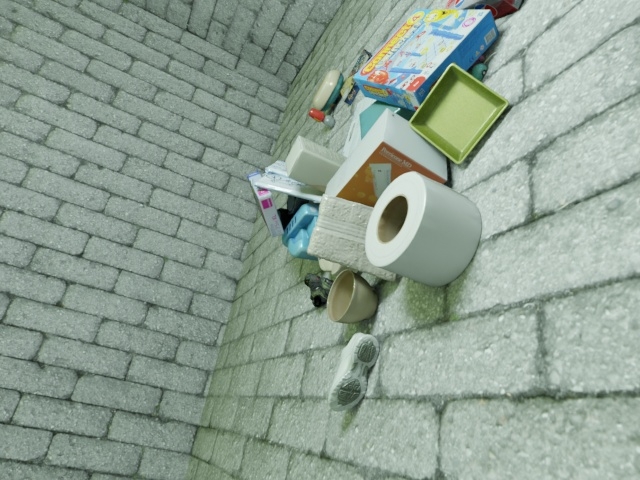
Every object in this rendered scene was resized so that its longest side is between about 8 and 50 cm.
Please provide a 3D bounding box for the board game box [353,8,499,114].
[{"bbox_3d":[0.299,-0.541,1.257,0.308,0.086,0.302,-48,40,-2],"label":"board game box"}]

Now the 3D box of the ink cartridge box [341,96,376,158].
[{"bbox_3d":[0.203,-0.462,1.718,0.330,0.071,0.324,-10,62,70],"label":"ink cartridge box"}]

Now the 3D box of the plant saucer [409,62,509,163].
[{"bbox_3d":[0.358,-0.327,1.106,0.188,0.045,0.188,47,118,22],"label":"plant saucer"}]

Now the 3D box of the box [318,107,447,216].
[{"bbox_3d":[0.178,-0.172,1.258,0.345,0.215,0.168,-48,20,45],"label":"box"}]

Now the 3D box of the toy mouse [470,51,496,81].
[{"bbox_3d":[0.434,-0.491,1.207,0.143,0.031,0.161,-36,38,56],"label":"toy mouse"}]

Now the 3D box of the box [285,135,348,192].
[{"bbox_3d":[0.033,-0.261,1.597,0.121,0.311,0.148,-58,23,27],"label":"box"}]

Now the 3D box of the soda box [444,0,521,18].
[{"bbox_3d":[0.468,-0.692,1.228,0.083,0.092,0.263,-67,21,6],"label":"soda box"}]

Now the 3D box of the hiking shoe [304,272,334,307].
[{"bbox_3d":[-0.016,0.192,1.612,0.227,0.086,0.114,1,68,68],"label":"hiking shoe"}]

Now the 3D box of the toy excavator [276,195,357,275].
[{"bbox_3d":[0.000,0.000,1.645,0.433,0.222,0.445,-48,42,49],"label":"toy excavator"}]

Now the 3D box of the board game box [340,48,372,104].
[{"bbox_3d":[0.186,-0.830,2.151,0.243,0.042,0.165,-57,24,31],"label":"board game box"}]

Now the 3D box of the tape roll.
[{"bbox_3d":[0.244,-0.024,1.045,0.246,0.169,0.246,-52,26,40],"label":"tape roll"}]

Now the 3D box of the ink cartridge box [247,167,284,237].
[{"bbox_3d":[-0.234,-0.163,1.752,0.311,0.065,0.186,-120,13,-56],"label":"ink cartridge box"}]

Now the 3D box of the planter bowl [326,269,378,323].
[{"bbox_3d":[0.105,0.181,1.283,0.162,0.109,0.162,-51,28,40],"label":"planter bowl"}]

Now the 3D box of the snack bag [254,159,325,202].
[{"bbox_3d":[-0.078,-0.244,1.721,0.342,0.323,0.037,-59,-17,-62],"label":"snack bag"}]

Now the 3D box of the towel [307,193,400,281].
[{"bbox_3d":[0.115,-0.006,1.205,0.049,0.282,0.187,-38,-36,-85],"label":"towel"}]

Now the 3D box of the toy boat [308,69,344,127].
[{"bbox_3d":[0.040,-0.765,2.343,0.267,0.148,0.318,-41,28,58],"label":"toy boat"}]

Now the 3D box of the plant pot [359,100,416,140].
[{"bbox_3d":[0.268,-0.393,1.364,0.234,0.165,0.165,-37,35,35],"label":"plant pot"}]

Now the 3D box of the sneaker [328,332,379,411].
[{"bbox_3d":[0.087,0.369,1.205,0.232,0.090,0.115,-61,13,-5],"label":"sneaker"}]
